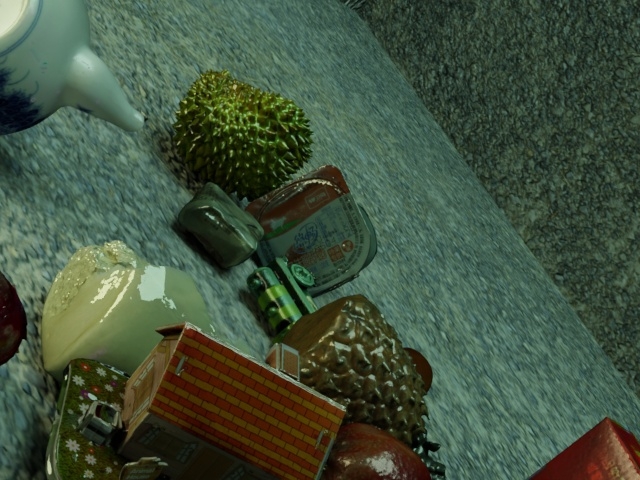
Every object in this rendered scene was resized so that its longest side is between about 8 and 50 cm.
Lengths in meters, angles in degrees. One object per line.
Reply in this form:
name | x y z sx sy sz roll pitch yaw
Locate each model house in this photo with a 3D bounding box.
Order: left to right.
model house | -0.095 0.189 1.125 0.294 0.154 0.207 30 25 -20

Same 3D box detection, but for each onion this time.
onion | -0.367 0.069 1.118 0.140 0.150 0.150 -29 72 -30

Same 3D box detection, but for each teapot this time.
teapot | -0.416 -0.247 1.464 0.424 0.252 0.280 24 -16 2

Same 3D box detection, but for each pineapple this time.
pineapple | 0.084 0.249 1.585 0.362 0.202 0.202 51 17 -12

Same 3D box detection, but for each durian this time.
durian | -0.136 -0.168 1.927 0.237 0.176 0.200 32 -13 0

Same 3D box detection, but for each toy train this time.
toy train | -0.039 0.112 1.756 0.200 0.083 0.132 54 23 23

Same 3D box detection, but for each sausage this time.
sausage | 0.117 0.220 1.865 0.089 0.083 0.300 40 15 18

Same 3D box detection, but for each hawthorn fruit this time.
hawthorn fruit | 0.060 0.322 1.431 0.188 0.169 0.169 44 19 -12

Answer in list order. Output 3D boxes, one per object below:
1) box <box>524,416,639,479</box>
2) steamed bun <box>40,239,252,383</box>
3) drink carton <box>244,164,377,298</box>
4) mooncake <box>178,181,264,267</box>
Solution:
box | 0.330 0.414 1.569 0.089 0.313 0.197 30 25 -40
steamed bun | -0.183 0.109 1.309 0.225 0.170 0.200 39 18 -25
drink carton | 0.000 0.000 1.943 0.191 0.185 0.189 64 8 10
mooncake | -0.154 -0.021 1.788 0.130 0.073 0.125 46 15 -7
